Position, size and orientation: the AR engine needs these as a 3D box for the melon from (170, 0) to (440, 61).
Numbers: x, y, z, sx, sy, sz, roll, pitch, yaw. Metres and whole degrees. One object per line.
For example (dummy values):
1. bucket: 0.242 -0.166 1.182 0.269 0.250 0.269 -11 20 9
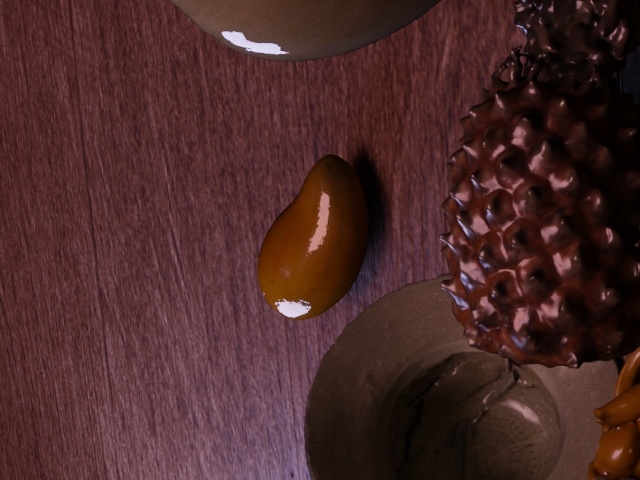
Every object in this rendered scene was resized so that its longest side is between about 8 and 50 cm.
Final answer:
1. melon: 0.013 -0.264 1.253 0.271 0.271 0.308 15 89 60

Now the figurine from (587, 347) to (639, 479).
1. figurine: 0.255 0.094 1.345 0.122 0.121 0.176 -94 26 -44

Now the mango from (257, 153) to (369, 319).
1. mango: 0.000 0.000 1.777 0.102 0.084 0.184 62 141 31

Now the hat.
1. hat: 0.125 0.162 1.539 0.257 0.257 0.130 58 -178 28

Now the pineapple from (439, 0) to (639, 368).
1. pineapple: 0.165 -0.094 1.335 0.175 0.175 0.361 11 105 61
